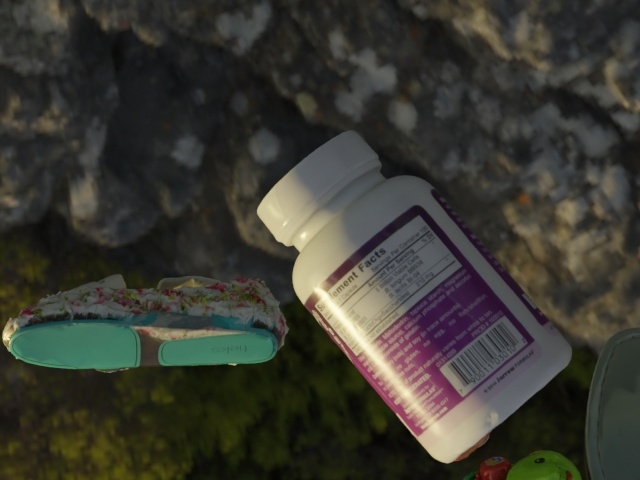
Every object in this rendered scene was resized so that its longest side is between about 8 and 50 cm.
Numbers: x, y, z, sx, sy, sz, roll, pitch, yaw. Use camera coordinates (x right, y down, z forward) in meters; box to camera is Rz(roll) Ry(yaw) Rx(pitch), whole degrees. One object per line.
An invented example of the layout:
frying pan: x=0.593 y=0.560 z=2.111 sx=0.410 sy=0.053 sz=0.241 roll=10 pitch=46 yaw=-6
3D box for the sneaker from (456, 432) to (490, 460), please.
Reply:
sneaker: x=0.179 y=0.158 z=1.656 sx=0.175 sy=0.064 sz=0.067 roll=-52 pitch=172 yaw=-13

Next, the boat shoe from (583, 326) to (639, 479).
boat shoe: x=0.203 y=0.169 z=0.961 sx=0.081 sy=0.227 sz=0.068 roll=-2 pitch=156 yaw=-3

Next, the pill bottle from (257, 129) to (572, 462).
pill bottle: x=0.081 y=0.047 z=1.473 sx=0.169 sy=0.301 sz=0.169 roll=-39 pitch=172 yaw=-7

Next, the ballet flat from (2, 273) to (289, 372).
ballet flat: x=-0.148 y=0.066 z=1.326 sx=0.241 sy=0.077 sz=0.091 roll=2 pitch=138 yaw=-13

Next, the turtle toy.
turtle toy: x=0.113 y=0.167 z=0.934 sx=0.066 sy=0.095 sz=0.130 roll=23 pitch=138 yaw=-27
